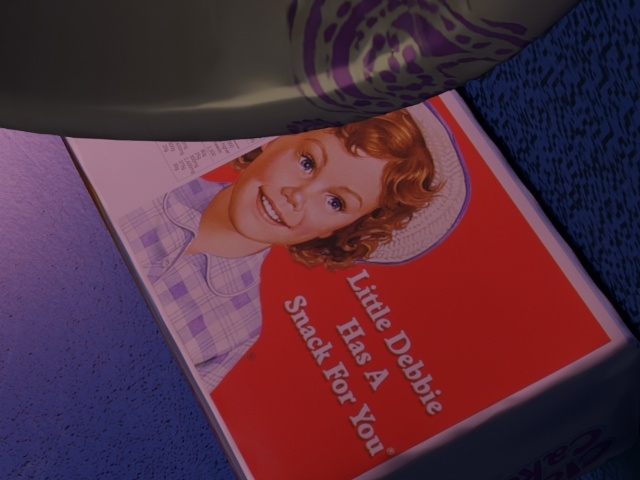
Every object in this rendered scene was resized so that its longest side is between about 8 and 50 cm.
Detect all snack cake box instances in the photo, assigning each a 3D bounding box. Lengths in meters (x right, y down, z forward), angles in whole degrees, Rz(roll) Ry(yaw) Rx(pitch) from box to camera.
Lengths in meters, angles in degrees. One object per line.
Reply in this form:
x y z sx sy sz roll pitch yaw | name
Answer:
0.000 0.000 0.724 0.264 0.152 0.089 59 171 33 | snack cake box

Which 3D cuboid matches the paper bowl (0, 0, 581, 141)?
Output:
-0.065 -0.146 0.348 0.284 0.284 0.148 80 -160 -64 | paper bowl
